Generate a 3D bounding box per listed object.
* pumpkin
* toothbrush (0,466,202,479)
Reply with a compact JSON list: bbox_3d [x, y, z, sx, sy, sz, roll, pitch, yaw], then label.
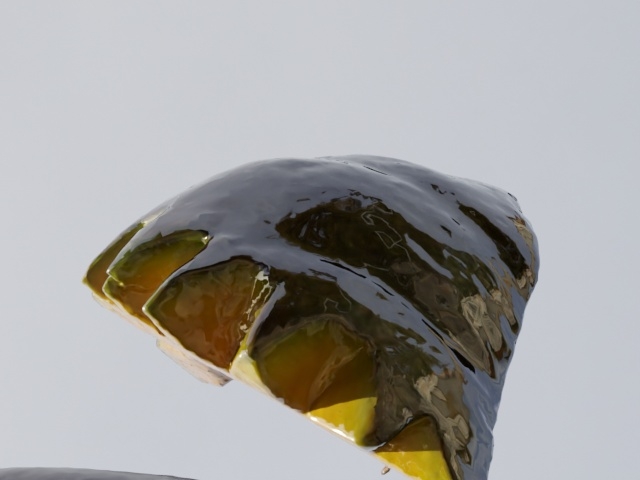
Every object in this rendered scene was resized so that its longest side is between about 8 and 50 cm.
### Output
[{"bbox_3d":[0.000,0.000,0.758,0.130,0.254,0.149,44,-101,-24],"label":"pumpkin"},{"bbox_3d":[-0.020,0.068,0.385,0.364,0.041,0.041,6,-67,28],"label":"toothbrush"}]
